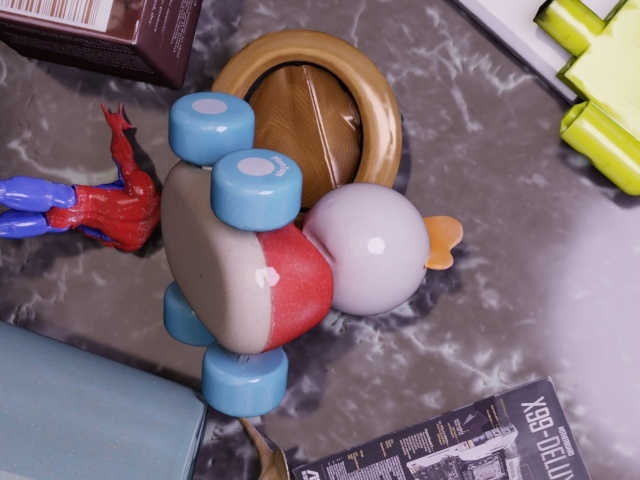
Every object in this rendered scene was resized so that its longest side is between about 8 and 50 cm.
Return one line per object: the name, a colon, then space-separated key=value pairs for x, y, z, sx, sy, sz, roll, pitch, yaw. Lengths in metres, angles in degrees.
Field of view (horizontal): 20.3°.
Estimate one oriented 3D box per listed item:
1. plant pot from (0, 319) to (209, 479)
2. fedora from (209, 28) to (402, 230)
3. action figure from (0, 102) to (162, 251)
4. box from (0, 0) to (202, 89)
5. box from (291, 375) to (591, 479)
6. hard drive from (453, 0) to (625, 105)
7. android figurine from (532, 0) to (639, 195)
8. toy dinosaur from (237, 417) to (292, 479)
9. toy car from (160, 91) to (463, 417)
plant pot: x=-0.283 y=0.211 z=1.501 sx=0.334 sy=0.341 sz=0.341 roll=15 pitch=86 yaw=0
fedora: x=-0.015 y=-0.092 z=1.608 sx=0.194 sy=0.079 sz=0.194 roll=0 pitch=94 yaw=5
action figure: x=-0.255 y=-0.051 z=1.608 sx=0.280 sy=0.139 sz=0.091 roll=0 pitch=128 yaw=-25
box: x=-0.200 y=-0.247 z=1.583 sx=0.168 sy=0.203 sz=0.167 roll=12 pitch=86 yaw=7
box: x=0.136 y=0.297 z=1.507 sx=0.242 sy=0.076 sz=0.307 roll=-21 pitch=64 yaw=2
hard drive: x=0.184 y=-0.299 z=1.628 sx=0.307 sy=0.040 sz=0.203 roll=43 pitch=90 yaw=9
android figurine: x=0.326 y=-0.152 z=1.563 sx=0.273 sy=0.056 sz=0.248 roll=42 pitch=90 yaw=-4
toy dinosaur: x=-0.039 y=0.218 z=1.582 sx=0.053 sy=0.183 sz=0.093 roll=-7 pitch=123 yaw=-16
toy car: x=0.000 y=0.000 z=1.509 sx=0.238 sy=0.210 sz=0.219 roll=-8 pitch=122 yaw=-21
